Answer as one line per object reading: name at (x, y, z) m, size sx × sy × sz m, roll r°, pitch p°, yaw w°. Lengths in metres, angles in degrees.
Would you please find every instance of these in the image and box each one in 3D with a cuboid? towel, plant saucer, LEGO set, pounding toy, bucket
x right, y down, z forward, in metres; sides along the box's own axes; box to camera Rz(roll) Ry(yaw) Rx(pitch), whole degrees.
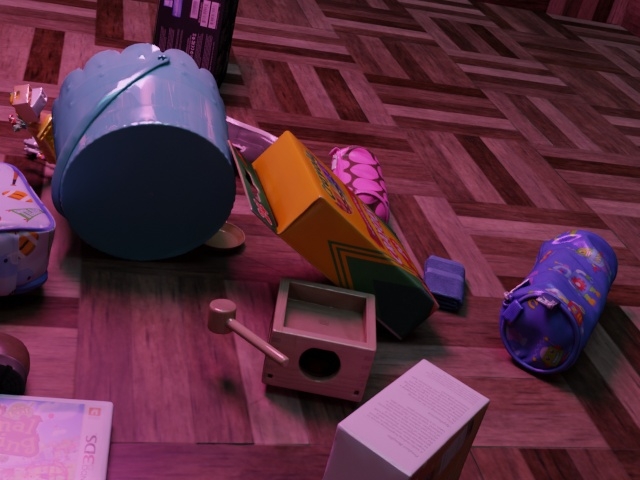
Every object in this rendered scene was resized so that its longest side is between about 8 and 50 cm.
towel at (0.192, 0.066, 1.350) m, size 0.067 × 0.029 × 0.119 m, roll 15°, pitch 28°, yaw 3°
plant saucer at (-0.159, -0.005, 1.337) m, size 0.083 × 0.015 × 0.083 m, roll 10°, pitch 29°, yaw -6°
LEGO set at (-0.443, -0.180, 1.403) m, size 0.107 × 0.132 × 0.287 m, roll 16°, pitch 7°, yaw 15°
pounding toy at (-0.041, 0.132, 1.067) m, size 0.205 × 0.094 × 0.181 m, roll 12°, pitch 28°, yaw -4°
bucket at (-0.252, -0.118, 1.240) m, size 0.281 × 0.281 × 0.183 m, roll 3°, pitch 39°, yaw -19°

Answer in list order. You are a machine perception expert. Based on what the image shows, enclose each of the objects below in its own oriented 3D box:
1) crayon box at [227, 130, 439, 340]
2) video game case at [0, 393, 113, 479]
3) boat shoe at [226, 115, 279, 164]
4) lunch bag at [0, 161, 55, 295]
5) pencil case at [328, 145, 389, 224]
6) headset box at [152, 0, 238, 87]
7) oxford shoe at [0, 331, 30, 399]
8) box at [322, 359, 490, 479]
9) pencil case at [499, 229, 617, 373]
crayon box at (0.017, -0.021, 1.197) m, size 0.318 × 0.081 × 0.202 m, roll 41°, pitch 14°, yaw -34°
video game case at (-0.318, 0.224, 0.850) m, size 0.212 × 0.023 × 0.193 m, roll 7°, pitch 32°, yaw -13°
boat shoe at (-0.154, -0.167, 1.569) m, size 0.335 × 0.096 × 0.112 m, roll 28°, pitch -4°, yaw 17°
lunch bag at (-0.499, -0.018, 1.097) m, size 0.303 × 0.115 × 0.243 m, roll -4°, pitch 31°, yaw -38°
pencil case at (0.063, -0.089, 1.507) m, size 0.098 × 0.095 × 0.209 m, roll 42°, pitch 17°, yaw -24°
headset box at (-0.257, -0.441, 1.820) m, size 0.131 × 0.247 × 0.283 m, roll 13°, pitch 30°, yaw -3°
oxford shoe at (-0.433, 0.119, 0.944) m, size 0.227 × 0.083 × 0.096 m, roll 19°, pitch 24°, yaw -17°
box at (0.087, 0.229, 0.916) m, size 0.091 × 0.130 × 0.170 m, roll 30°, pitch 34°, yaw 26°
pencil case at (0.358, 0.081, 1.300) m, size 0.133 × 0.119 × 0.306 m, roll 44°, pitch 34°, yaw 7°
